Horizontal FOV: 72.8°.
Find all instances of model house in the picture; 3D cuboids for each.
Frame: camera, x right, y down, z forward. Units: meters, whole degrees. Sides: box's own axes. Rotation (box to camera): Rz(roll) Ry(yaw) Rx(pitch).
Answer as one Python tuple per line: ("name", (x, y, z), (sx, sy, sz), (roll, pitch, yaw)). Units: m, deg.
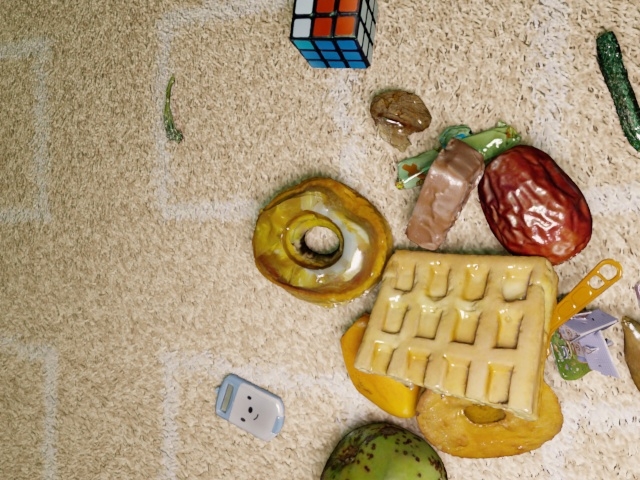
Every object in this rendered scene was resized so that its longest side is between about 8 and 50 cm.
("model house", (0.526, 0.195, 0.862), (0.117, 0.088, 0.167), (-17, 84, -5))

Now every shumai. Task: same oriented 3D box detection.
("shumai", (0.174, -0.283, 1.006), (0.105, 0.139, 0.123), (-37, 45, 45))

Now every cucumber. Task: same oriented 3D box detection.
("cucumber", (0.612, -0.298, 0.882), (0.044, 0.043, 0.257), (-17, 85, 22))

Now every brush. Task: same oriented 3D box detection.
("brush", (0.463, 0.147, 0.844), (0.090, 0.017, 0.314), (58, 140, 33))

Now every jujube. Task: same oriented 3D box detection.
("jujube", (0.420, -0.065, 0.868), (0.183, 0.183, 0.243), (-35, 79, 15))

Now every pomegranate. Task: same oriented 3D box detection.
("pomegranate", (0.164, 0.563, 0.928), (0.285, 0.285, 0.340), (-42, 104, 13))

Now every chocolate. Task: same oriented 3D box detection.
("chocolate", (0.260, -0.094, 0.900), (0.093, 0.148, 0.214), (28, 138, 13))

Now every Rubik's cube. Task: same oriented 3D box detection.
("Rubik's cube", (0.035, -0.507, 1.010), (0.160, 0.162, 0.163), (8, 93, 17))

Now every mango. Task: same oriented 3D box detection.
("mango", (0.139, 0.290, 0.988), (0.153, 0.126, 0.252), (-35, 80, 26))

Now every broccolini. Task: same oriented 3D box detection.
("broccolini", (-0.417, -0.369, 1.215), (0.054, 0.052, 0.194), (-2, 88, 14))

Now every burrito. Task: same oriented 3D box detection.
("burrito", (0.296, -0.203, 0.981), (0.287, 0.054, 0.104), (-19, 82, 18))

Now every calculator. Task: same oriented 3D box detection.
("calculator", (-0.189, 0.436, 1.138), (0.210, 0.039, 0.121), (21, 94, 18))

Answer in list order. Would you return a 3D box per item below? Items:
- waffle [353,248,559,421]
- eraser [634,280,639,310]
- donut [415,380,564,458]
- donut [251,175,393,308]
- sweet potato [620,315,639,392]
("waffle", (0.253, 0.150, 0.838), (0.348, 0.077, 0.304), (3, 56, 33))
("eraser", (0.675, 0.130, 0.865), (0.064, 0.026, 0.105), (-14, 85, 20))
("donut", (0.331, 0.324, 0.890), (0.277, 0.108, 0.278), (4, 120, 7))
("donut", (0.000, 0.000, 1.019), (0.329, 0.160, 0.330), (-2, 82, 14))
("sweet potato", (0.690, 0.292, 0.802), (0.157, 0.158, 0.370), (-32, 73, 15))
